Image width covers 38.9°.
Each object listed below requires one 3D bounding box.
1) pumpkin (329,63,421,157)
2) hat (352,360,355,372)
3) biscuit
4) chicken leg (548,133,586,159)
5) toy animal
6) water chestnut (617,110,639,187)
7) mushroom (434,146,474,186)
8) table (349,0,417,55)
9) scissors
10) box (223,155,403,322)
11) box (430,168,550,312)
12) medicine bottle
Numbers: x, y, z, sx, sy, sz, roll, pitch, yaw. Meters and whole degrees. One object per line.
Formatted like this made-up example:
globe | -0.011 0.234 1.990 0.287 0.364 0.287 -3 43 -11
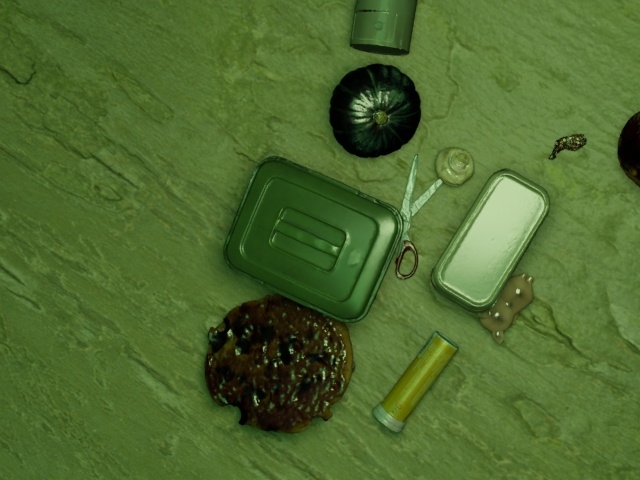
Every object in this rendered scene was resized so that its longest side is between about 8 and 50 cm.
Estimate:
pumpkin | 0.111 -0.260 1.829 0.194 0.150 0.194 3 104 12
hat | 0.036 0.282 1.925 0.058 0.042 0.087 32 63 12
biscuit | -0.086 0.257 1.900 0.334 0.081 0.289 -7 82 21
chicken leg | 0.495 -0.192 1.825 0.083 0.021 0.036 -22 98 11
toy animal | 0.374 0.127 1.830 0.083 0.089 0.150 37 89 10
water chestnut | 0.676 -0.151 1.710 0.223 0.224 0.238 23 140 9
mushroom | 0.274 -0.152 1.840 0.083 0.067 0.084 9 62 -17
table | 0.135 -0.494 1.827 0.126 0.126 0.220 8 94 10
scissors | 0.179 -0.053 1.894 0.144 0.017 0.248 28 95 8
box | 0.000 0.000 1.838 0.328 0.178 0.253 26 95 17
box | 0.338 0.001 1.782 0.138 0.178 0.274 33 98 8
medicine bottle | 0.199 0.291 1.875 0.074 0.074 0.218 37 97 7
